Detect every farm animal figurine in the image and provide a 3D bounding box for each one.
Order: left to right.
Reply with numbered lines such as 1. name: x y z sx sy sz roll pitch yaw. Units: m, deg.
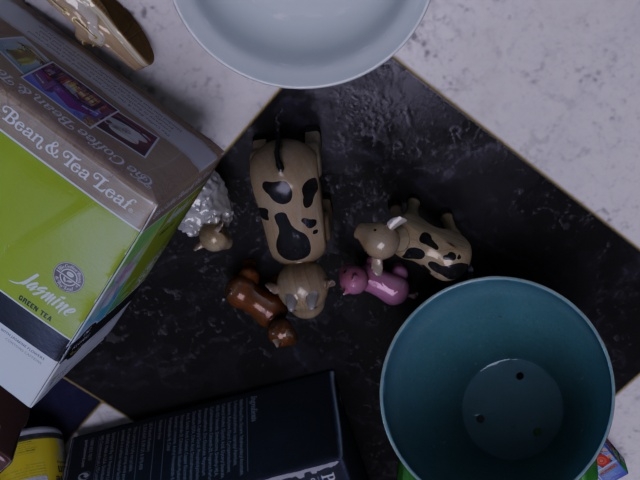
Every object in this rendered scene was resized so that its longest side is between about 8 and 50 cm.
1. farm animal figurine: 0.000 0.000 1.708 0.330 0.172 0.327 -23 117 13

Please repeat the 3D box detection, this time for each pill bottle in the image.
1. pill bottle: -0.395 0.359 1.905 0.103 0.184 0.103 -13 161 -5

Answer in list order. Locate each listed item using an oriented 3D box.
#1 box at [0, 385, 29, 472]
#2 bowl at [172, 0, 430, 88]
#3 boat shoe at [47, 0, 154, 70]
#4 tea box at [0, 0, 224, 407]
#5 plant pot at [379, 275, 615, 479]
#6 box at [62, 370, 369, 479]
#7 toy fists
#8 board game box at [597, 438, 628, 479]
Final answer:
1. box: -0.570 0.317 1.885 0.381 0.191 0.143 -41 112 20
2. bowl: -0.022 -0.330 1.539 0.297 0.134 0.298 0 120 0
3. boat shoe: -0.270 -0.262 1.625 0.059 0.063 0.170 -38 104 23
4. tea box: -0.350 -0.052 1.602 0.329 0.220 0.323 37 116 2
5. plant pot: 0.239 0.207 1.772 0.290 0.195 0.290 -4 76 14
6. box: -0.125 0.398 1.906 0.395 0.212 0.294 -16 118 4
7. toy fists: 0.243 0.323 1.898 0.279 0.096 0.142 -3 77 13
8. board game box: 0.322 0.332 1.980 0.201 0.035 0.136 -33 115 17
